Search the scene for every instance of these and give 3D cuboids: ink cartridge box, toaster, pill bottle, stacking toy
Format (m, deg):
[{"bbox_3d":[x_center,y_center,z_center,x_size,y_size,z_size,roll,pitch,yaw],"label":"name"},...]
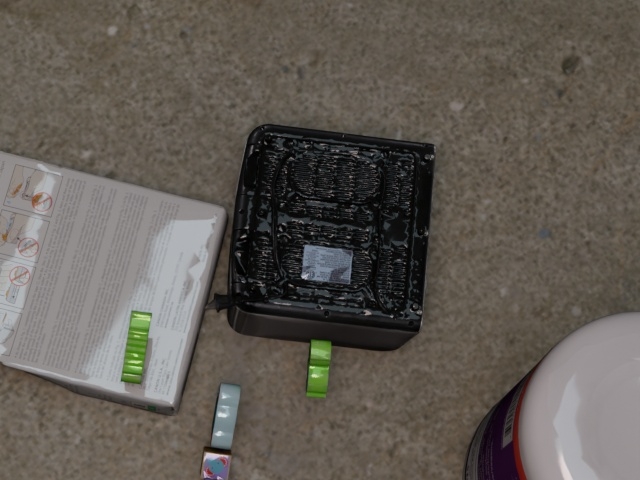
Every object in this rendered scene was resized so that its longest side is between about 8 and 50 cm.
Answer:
[{"bbox_3d":[-0.206,0.033,1.538,0.225,0.056,0.181,13,73,2],"label":"ink cartridge box"},{"bbox_3d":[0.000,0.000,1.537,0.186,0.110,0.168,6,72,-5],"label":"toaster"},{"bbox_3d":[0.212,0.175,1.397,0.182,0.323,0.181,2,73,-6],"label":"pill bottle"},{"bbox_3d":[-0.083,0.176,1.470,0.167,0.052,0.221,7,95,-5],"label":"stacking toy"}]
